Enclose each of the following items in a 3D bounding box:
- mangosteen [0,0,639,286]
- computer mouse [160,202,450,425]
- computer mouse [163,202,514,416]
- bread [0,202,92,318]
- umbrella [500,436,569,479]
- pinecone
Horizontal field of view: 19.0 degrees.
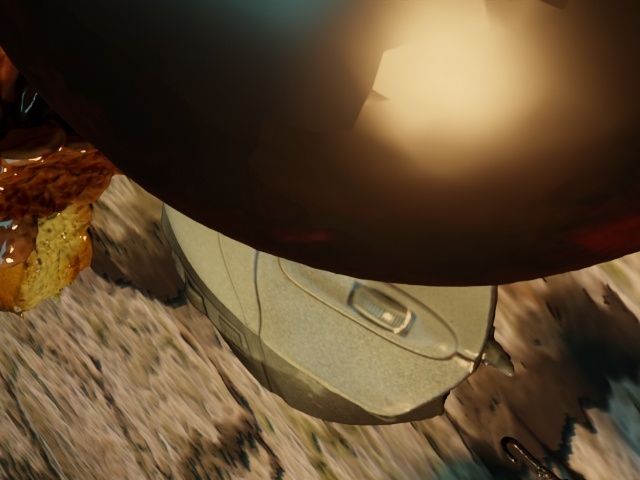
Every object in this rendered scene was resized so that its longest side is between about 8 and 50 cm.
[{"bbox_3d":[0.046,-0.118,0.504,0.297,0.297,0.313,21,152,44],"label":"mangosteen"},{"bbox_3d":[-0.022,0.037,1.031,0.231,0.071,0.126,26,144,40],"label":"computer mouse"},{"bbox_3d":[-0.005,0.000,0.915,0.229,0.068,0.113,39,117,26],"label":"computer mouse"},{"bbox_3d":[-0.211,-0.015,1.256,0.128,0.069,0.140,43,149,12],"label":"bread"},{"bbox_3d":[0.147,0.151,0.983,0.149,0.022,0.022,44,117,-5],"label":"umbrella"},{"bbox_3d":[-0.188,-0.098,1.004,0.212,0.169,0.185,51,155,-1],"label":"pinecone"}]
